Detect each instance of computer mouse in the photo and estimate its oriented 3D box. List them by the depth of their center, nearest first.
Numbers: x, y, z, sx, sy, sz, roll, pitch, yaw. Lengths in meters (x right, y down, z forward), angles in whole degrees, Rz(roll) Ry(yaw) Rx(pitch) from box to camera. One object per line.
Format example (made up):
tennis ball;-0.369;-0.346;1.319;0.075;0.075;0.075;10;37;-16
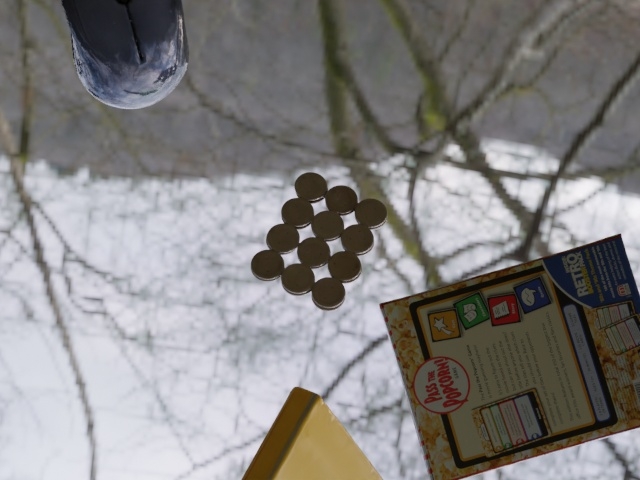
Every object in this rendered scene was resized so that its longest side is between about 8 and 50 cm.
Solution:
computer mouse;-0.204;-0.226;1.432;0.188;0.272;0.072;-24;-135;-9

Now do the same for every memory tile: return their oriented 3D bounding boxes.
memory tile;0.000;0.000;1.568;0.113;0.012;0.148;23;-118;11

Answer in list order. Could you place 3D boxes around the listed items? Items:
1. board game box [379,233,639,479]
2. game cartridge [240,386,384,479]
board game box;0.157;0.092;1.102;0.193;0.147;0.045;-15;170;0
game cartridge;-0.045;0.386;1.807;0.052;0.324;0.285;17;154;35
